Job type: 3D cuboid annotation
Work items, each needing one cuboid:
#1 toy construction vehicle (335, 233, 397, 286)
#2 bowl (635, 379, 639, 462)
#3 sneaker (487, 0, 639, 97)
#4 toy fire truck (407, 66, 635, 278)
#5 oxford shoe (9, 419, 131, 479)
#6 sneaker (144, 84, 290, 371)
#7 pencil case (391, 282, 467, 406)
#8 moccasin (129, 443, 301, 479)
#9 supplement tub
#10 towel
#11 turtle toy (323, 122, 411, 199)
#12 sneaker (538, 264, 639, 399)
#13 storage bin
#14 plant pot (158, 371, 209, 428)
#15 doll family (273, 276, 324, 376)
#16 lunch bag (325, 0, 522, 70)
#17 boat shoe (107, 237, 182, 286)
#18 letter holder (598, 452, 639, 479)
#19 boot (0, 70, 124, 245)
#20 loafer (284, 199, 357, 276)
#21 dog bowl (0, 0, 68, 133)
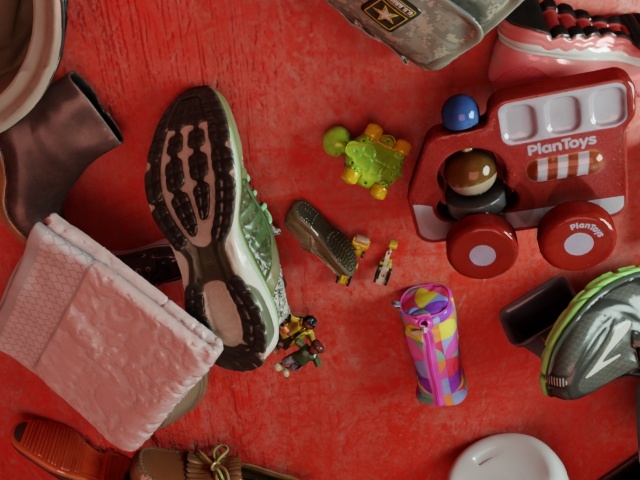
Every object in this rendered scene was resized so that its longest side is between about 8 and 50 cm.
[{"bbox_3d":[0.076,0.034,1.170,0.086,0.035,0.098,15,120,2],"label":"toy construction vehicle"},{"bbox_3d":[0.701,0.298,1.283,0.312,0.163,0.311,0,124,-1],"label":"bowl"},{"bbox_3d":[0.376,-0.232,0.972,0.314,0.116,0.136,11,136,-4],"label":"sneaker"},{"bbox_3d":[0.267,-0.098,0.979,0.302,0.169,0.254,-7,126,16],"label":"toy fire truck"},{"bbox_3d":[-0.488,0.438,1.385,0.271,0.097,0.098,38,121,-24],"label":"oxford shoe"},{"bbox_3d":[-0.133,-0.024,1.066,0.158,0.182,0.410,-4,102,24],"label":"sneaker"},{"bbox_3d":[0.194,0.183,1.231,0.104,0.104,0.236,-13,124,7],"label":"pencil case"},{"bbox_3d":[-0.183,0.476,1.391,0.380,0.139,0.147,26,115,-16],"label":"moccasin"},{"bbox_3d":[0.401,0.564,1.408,0.235,0.235,0.325,-22,121,12],"label":"supplement tub"},{"bbox_3d":[-0.342,0.155,1.082,0.317,0.053,0.332,39,129,-4],"label":"towel"},{"bbox_3d":[0.064,-0.124,1.040,0.130,0.066,0.095,27,96,-15],"label":"turtle toy"},{"bbox_3d":[0.566,0.143,1.106,0.483,0.202,0.185,-17,123,-7],"label":"sneaker"},{"bbox_3d":[0.394,0.143,1.219,0.135,0.098,0.091,-37,127,21],"label":"storage bin"},{"bbox_3d":[-0.320,0.261,1.261,0.237,0.109,0.237,-1,123,-1],"label":"plant pot"},{"bbox_3d":[-0.066,0.139,1.210,0.111,0.076,0.193,-36,115,25],"label":"doll family"},{"bbox_3d":[0.127,-0.352,0.835,0.235,0.169,0.287,28,126,-23],"label":"lunch bag"},{"bbox_3d":[-0.294,0.050,1.140,0.228,0.076,0.080,-3,124,1],"label":"boat shoe"},{"bbox_3d":[0.713,0.612,1.502,0.302,0.152,0.214,31,119,-20],"label":"letter holder"},{"bbox_3d":[-0.372,-0.098,1.030,0.207,0.090,0.248,-20,118,14],"label":"boot"},{"bbox_3d":[0.000,0.000,1.128,0.148,0.056,0.050,50,135,-10],"label":"loafer"},{"bbox_3d":[-0.489,-0.321,0.844,0.408,0.150,0.408,-1,124,-2],"label":"dog bowl"}]
